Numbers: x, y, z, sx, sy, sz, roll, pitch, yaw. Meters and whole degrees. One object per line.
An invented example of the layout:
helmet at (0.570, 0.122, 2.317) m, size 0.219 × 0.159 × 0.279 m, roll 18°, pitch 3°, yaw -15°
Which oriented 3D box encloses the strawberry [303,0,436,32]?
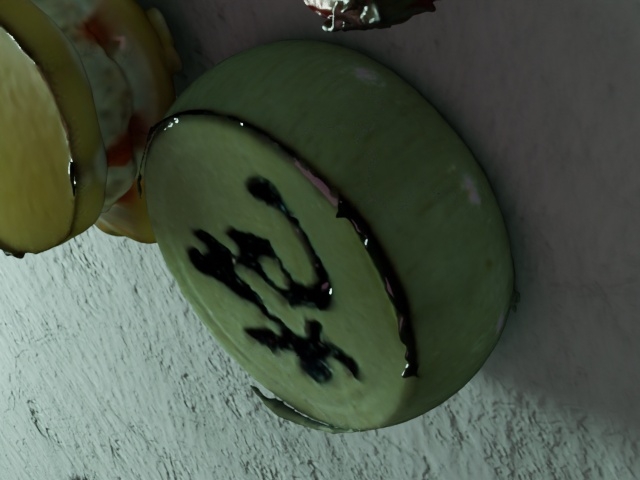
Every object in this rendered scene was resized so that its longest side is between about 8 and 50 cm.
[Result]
strawberry at (0.045, -0.272, 1.440) m, size 0.190 × 0.111 × 0.236 m, roll 159°, pitch 100°, yaw -68°

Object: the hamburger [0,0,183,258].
hamburger at (-0.238, -0.119, 1.856) m, size 0.261 × 0.186 × 0.302 m, roll -1°, pitch 110°, yaw 51°

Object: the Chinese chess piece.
Chinese chess piece at (0.000, 0.000, 1.708) m, size 0.349 × 0.146 × 0.349 m, roll 33°, pitch 143°, yaw 29°
